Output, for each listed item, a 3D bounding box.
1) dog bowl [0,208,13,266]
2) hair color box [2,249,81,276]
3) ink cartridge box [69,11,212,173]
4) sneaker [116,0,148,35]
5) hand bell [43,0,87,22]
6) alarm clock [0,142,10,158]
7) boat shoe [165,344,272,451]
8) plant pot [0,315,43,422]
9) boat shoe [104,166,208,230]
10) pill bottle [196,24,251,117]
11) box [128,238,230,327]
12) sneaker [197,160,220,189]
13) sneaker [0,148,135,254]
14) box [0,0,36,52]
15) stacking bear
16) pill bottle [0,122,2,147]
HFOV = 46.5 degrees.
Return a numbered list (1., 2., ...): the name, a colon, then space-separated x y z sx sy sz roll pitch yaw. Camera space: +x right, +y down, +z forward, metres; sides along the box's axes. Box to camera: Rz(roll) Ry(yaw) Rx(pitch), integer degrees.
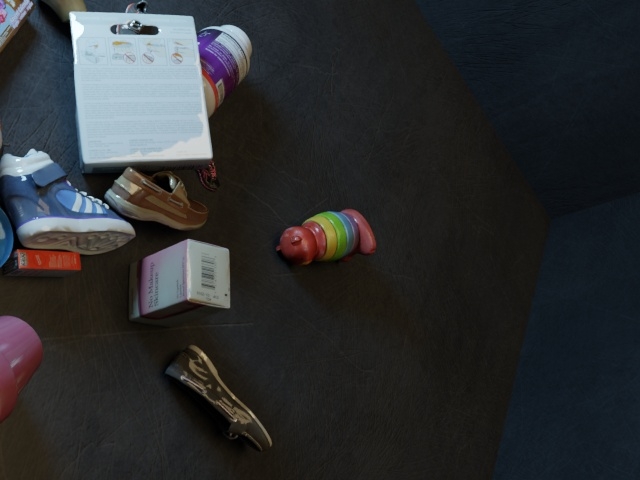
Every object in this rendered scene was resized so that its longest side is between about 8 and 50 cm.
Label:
1. dog bowl: -0.750 -0.010 1.429 0.297 0.074 0.166 7 69 -48
2. hair color box: -0.594 0.050 1.589 0.141 0.072 0.043 4 72 -50
3. ink cartridge box: -0.443 -0.360 1.822 0.308 0.091 0.385 -5 79 -22
4. sneaker: -0.496 -0.582 1.983 0.061 0.065 0.158 29 54 -40
5. hand bell: -0.585 -0.514 1.837 0.126 0.126 0.242 -52 126 -47
6. alarm clock: -0.736 -0.188 1.535 0.129 0.064 0.192 51 45 -23
7. boat shoe: -0.253 0.408 1.823 0.095 0.112 0.335 -43 103 -31
8. plant pot: -0.626 0.237 1.391 0.201 0.201 0.180 62 23 -10
9. boat shoe: -0.376 -0.105 1.823 0.116 0.123 0.324 -61 154 9
10. pill bottle: -0.314 -0.470 2.059 0.181 0.181 0.323 52 41 -22
11. box: -0.333 0.105 1.745 0.127 0.232 0.148 17 62 -45
12. sneaker: -0.307 -0.193 2.046 0.119 0.057 0.047 58 38 -17
13. sneaker: -0.562 -0.100 1.649 0.323 0.130 0.236 5 58 -62
14. box: -0.752 -0.500 1.596 0.201 0.057 0.293 57 34 -40
15. stacking bear: 0.000 0.000 2.257 0.289 0.175 0.164 -13 86 -44
16. pill bottle: -0.699 -0.241 1.437 0.152 0.152 0.272 4 69 -49
